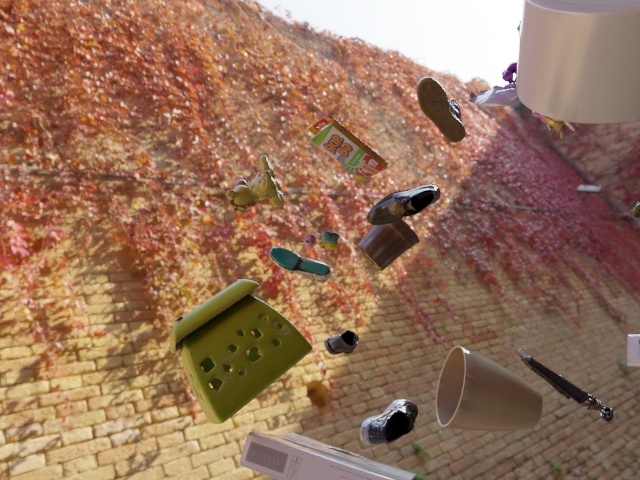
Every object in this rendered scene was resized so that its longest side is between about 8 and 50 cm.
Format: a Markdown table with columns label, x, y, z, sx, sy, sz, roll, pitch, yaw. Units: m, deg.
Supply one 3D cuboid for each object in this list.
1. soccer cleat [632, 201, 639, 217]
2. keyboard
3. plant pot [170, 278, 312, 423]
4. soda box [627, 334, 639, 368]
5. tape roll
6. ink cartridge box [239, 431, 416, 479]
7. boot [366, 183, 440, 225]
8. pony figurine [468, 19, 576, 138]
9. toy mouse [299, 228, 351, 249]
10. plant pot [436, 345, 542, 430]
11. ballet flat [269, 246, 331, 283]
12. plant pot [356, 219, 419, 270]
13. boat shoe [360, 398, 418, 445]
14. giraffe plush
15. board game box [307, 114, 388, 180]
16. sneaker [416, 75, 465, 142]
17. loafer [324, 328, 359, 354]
| label | x | y | z | sx | sy | sz | roll | pitch | yaw |
| --- | --- | --- | --- | --- | --- | --- | --- | --- | --- |
| soccer cleat | 0.875 | -0.087 | 1.222 | 0.060 | 0.072 | 0.179 | -11 | -20 | -8 |
| keyboard | 0.476 | 0.284 | 0.938 | 0.033 | 0.202 | 0.317 | -58 | -22 | 3 |
| plant pot | -0.183 | 0.221 | 0.984 | 0.227 | 0.207 | 0.228 | -34 | -5 | -26 |
| soda box | 0.798 | 0.267 | 1.060 | 0.216 | 0.073 | 0.069 | 15 | -16 | -10 |
| tape roll | 0.445 | -0.318 | 0.749 | 0.246 | 0.246 | 0.169 | -23 | -48 | -10 |
| ink cartridge box | 0.029 | 0.448 | 0.928 | 0.297 | 0.066 | 0.261 | 10 | -20 | 19 |
| boot | 0.223 | -0.099 | 1.306 | 0.219 | 0.082 | 0.106 | -25 | 1 | 14 |
| pony figurine | 0.733 | -0.555 | 1.625 | 0.303 | 0.351 | 0.363 | -25 | -52 | -29 |
| toy mouse | 0.000 | 0.000 | 1.456 | 0.161 | 0.031 | 0.143 | -5 | -20 | 17 |
| plant pot | 0.543 | 0.495 | 1.515 | 0.274 | 0.256 | 0.256 | 15 | -38 | 1 |
| ballet flat | -0.076 | 0.098 | 1.707 | 0.091 | 0.241 | 0.077 | -56 | -21 | -38 |
| plant pot | 0.222 | 0.006 | 1.629 | 0.165 | 0.167 | 0.167 | -45 | -30 | -5 |
| boat shoe | 0.186 | 0.433 | 1.138 | 0.076 | 0.080 | 0.229 | -11 | -12 | 38 |
| giraffe plush | -0.227 | -0.164 | 1.618 | 0.171 | 0.210 | 0.181 | -21 | -61 | 4 |
| board game box | 0.083 | -0.293 | 1.528 | 0.259 | 0.039 | 0.124 | 36 | -30 | -22 |
| sneaker | 0.431 | -0.497 | 1.727 | 0.099 | 0.153 | 0.282 | -25 | -54 | 29 |
| loafer | 0.112 | 0.419 | 1.991 | 0.084 | 0.096 | 0.268 | -39 | -18 | 20 |
